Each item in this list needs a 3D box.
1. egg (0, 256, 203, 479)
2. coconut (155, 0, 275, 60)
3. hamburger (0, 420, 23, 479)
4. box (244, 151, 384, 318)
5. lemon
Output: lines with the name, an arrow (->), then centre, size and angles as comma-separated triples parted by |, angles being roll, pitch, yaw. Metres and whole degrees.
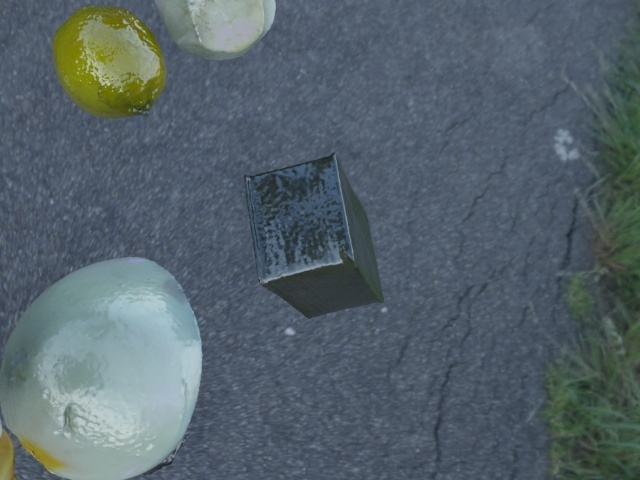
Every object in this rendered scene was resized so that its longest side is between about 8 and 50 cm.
egg -> -0.335, 0.175, 1.089 | 0.201, 0.337, 0.337 | 14, 66, -55
coconut -> -0.211, -0.474, 1.508 | 0.241, 0.241, 0.241 | 6, 73, -21
hamburger -> -0.392, 0.227, 0.660 | 0.276, 0.276, 0.236 | -30, 114, -27
box -> -0.002, 0.001, 1.214 | 0.143, 0.273, 0.184 | -14, 69, 10
lemon -> -0.382, -0.320, 1.396 | 0.192, 0.192, 0.231 | -30, 85, -27
